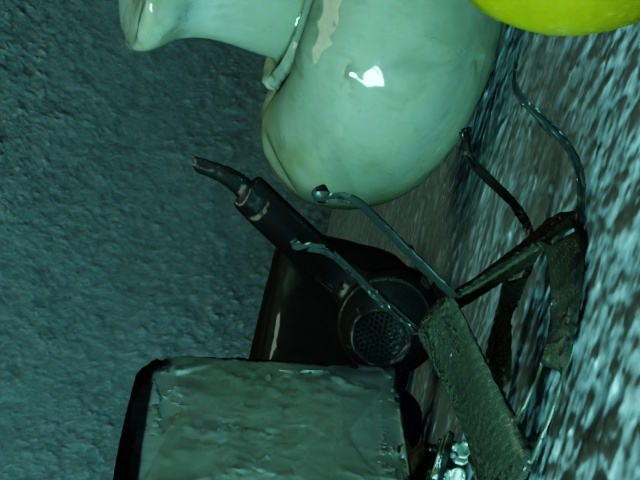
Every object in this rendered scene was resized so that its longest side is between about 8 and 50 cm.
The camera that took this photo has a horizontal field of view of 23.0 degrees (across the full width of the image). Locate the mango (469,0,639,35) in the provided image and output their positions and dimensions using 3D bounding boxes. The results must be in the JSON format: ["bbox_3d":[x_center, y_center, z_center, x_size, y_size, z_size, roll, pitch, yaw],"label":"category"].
[{"bbox_3d":[0.139,-0.228,0.660,0.329,0.175,0.176,-58,20,-20],"label":"mango"}]

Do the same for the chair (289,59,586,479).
[{"bbox_3d":[0.097,0.034,0.925,0.213,0.149,0.174,59,164,9],"label":"chair"}]

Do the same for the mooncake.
[{"bbox_3d":[-0.001,0.144,1.602,0.306,0.154,0.306,-168,90,-88],"label":"mooncake"}]

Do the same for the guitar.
[{"bbox_3d":[0.078,0.167,1.096,0.271,0.038,0.084,108,173,-75],"label":"guitar"}]

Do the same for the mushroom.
[{"bbox_3d":[0.033,-0.175,1.370,0.356,0.315,0.315,-14,-57,-53],"label":"mushroom"}]

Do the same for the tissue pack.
[{"bbox_3d":[-0.050,0.285,1.081,0.210,0.198,0.370,-99,13,-63],"label":"tissue pack"}]

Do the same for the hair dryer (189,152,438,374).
[{"bbox_3d":[0.000,0.000,1.382,0.091,0.271,0.235,-46,1,12],"label":"hair dryer"}]

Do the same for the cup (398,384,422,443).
[{"bbox_3d":[0.007,0.190,1.309,0.113,0.150,0.138,92,-171,-52],"label":"cup"}]
